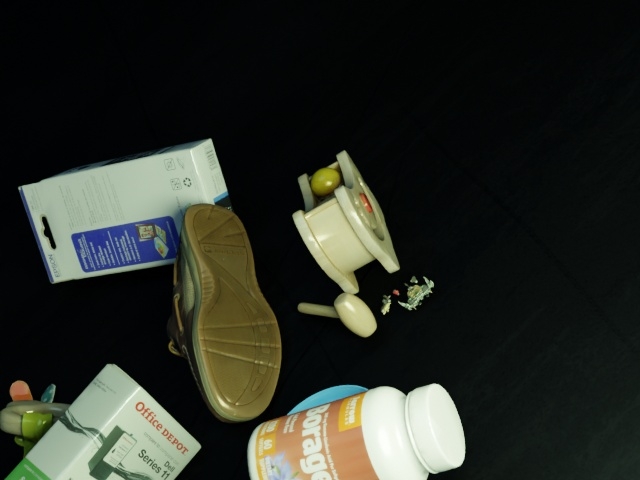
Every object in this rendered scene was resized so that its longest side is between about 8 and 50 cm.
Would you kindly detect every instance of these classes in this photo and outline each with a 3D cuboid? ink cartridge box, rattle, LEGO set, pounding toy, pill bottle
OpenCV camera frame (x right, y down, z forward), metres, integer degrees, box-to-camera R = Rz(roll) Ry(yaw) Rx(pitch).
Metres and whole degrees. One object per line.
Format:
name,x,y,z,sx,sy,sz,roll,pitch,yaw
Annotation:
ink cartridge box,-0.283,-0.040,2.244,0.332,0.165,0.065,-9,15,30
rattle,-0.392,0.282,2.121,0.130,0.143,0.199,-19,12,-28
LEGO set,0.115,0.073,1.938,0.083,0.023,0.054,-13,41,48
pounding toy,0.000,0.000,1.979,0.155,0.154,0.269,-30,34,11
pill bottle,0.040,0.227,1.640,0.216,0.121,0.121,-20,42,22
ink cartridge box,-0.275,0.285,1.926,0.208,0.153,0.087,-50,40,-12

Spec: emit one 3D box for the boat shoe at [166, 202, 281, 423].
boat shoe,-0.143,0.113,2.042,0.123,0.123,0.342,-54,40,41

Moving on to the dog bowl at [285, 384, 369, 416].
dog bowl,0.038,0.297,1.730,0.166,0.074,0.297,-33,38,7
